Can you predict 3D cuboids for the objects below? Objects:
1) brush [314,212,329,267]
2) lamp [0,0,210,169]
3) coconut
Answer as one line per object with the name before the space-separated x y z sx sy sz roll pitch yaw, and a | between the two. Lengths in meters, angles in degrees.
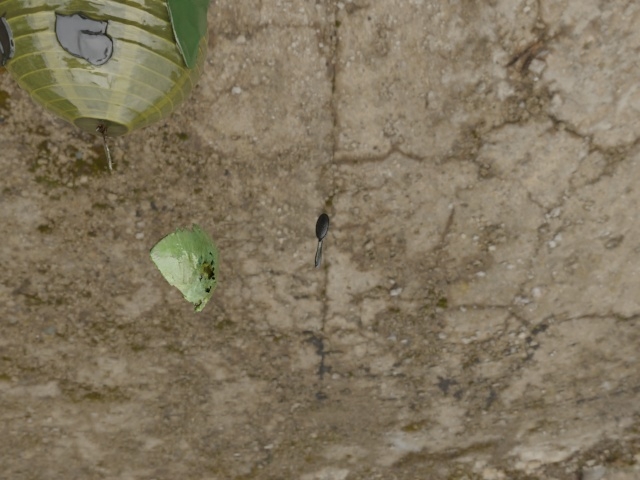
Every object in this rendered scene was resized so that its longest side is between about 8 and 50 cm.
brush | 0.000 0.000 0.799 0.024 0.083 0.008 2 170 35
lamp | -0.260 -0.225 0.647 0.250 0.284 0.250 0 177 0
coconut | -0.199 0.038 0.859 0.055 0.133 0.158 8 159 26
